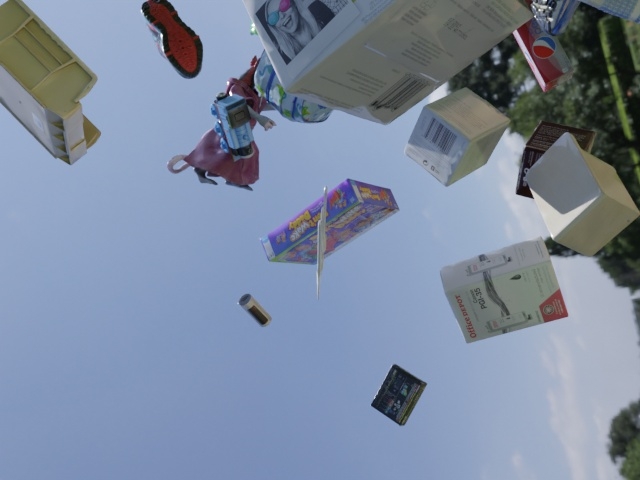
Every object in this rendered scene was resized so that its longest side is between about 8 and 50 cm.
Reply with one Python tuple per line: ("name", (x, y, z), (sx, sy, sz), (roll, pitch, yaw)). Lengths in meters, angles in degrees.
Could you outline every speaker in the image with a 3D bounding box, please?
("speaker", (-0.230, 0.245, 2.426), (0.136, 0.055, 0.055), (53, -148, -37))

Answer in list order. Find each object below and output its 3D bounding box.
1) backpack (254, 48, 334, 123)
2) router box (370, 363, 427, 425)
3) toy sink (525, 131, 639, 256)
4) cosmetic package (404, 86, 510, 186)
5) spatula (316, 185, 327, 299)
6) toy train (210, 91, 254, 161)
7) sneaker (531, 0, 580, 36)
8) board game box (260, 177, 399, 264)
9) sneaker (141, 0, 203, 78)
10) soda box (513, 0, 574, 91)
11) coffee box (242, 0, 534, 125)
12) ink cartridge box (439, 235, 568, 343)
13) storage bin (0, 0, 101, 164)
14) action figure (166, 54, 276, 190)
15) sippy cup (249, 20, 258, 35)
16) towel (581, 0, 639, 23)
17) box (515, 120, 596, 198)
("backpack", (-0.011, -0.469, 1.735), (0.273, 0.355, 0.290), (55, -157, 3))
("router box", (0.193, 0.380, 1.700), (0.122, 0.092, 0.038), (-62, -30, 3))
("toy sink", (0.592, -0.106, 1.572), (0.131, 0.153, 0.234), (22, -143, -23))
("cosmetic package", (0.335, -0.257, 1.698), (0.183, 0.151, 0.151), (-28, -118, -37))
("spatula", (0.000, 0.000, 1.629), (0.168, 0.019, 0.242), (-80, -7, -45))
("toy train", (-0.221, -0.289, 1.766), (0.080, 0.105, 0.184), (-30, -53, -24))
("sneaker", (0.479, -0.495, 1.159), (0.147, 0.330, 0.130), (15, -149, -17))
("board game box", (0.028, -0.046, 2.021), (0.233, 0.347, 0.078), (6, -124, -54))
("sneaker", (-0.384, -0.526, 1.847), (0.262, 0.104, 0.125), (60, 167, 19))
("soda box", (0.581, -0.539, 1.853), (0.263, 0.083, 0.092), (65, -166, 10))
("coffee box", (0.093, -0.449, 1.180), (0.337, 0.338, 0.334), (3, -122, -56))
("ink cartridge box", (0.485, 0.137, 1.835), (0.117, 0.283, 0.207), (-85, -29, -56))
("storage bin", (-0.581, -0.321, 1.437), (0.260, 0.262, 0.123), (45, -113, 0))
("action figure", (-0.234, -0.333, 1.919), (0.248, 0.275, 0.370), (-28, -49, -79))
("sippy cup", (-0.039, -0.616, 2.062), (0.305, 0.240, 0.224), (42, -170, -15))
("towel", (0.517, -0.435, 1.042), (0.034, 0.285, 0.209), (-109, 36, -70))
("box", (0.692, -0.228, 2.034), (0.203, 0.167, 0.168), (-47, -34, -47))
